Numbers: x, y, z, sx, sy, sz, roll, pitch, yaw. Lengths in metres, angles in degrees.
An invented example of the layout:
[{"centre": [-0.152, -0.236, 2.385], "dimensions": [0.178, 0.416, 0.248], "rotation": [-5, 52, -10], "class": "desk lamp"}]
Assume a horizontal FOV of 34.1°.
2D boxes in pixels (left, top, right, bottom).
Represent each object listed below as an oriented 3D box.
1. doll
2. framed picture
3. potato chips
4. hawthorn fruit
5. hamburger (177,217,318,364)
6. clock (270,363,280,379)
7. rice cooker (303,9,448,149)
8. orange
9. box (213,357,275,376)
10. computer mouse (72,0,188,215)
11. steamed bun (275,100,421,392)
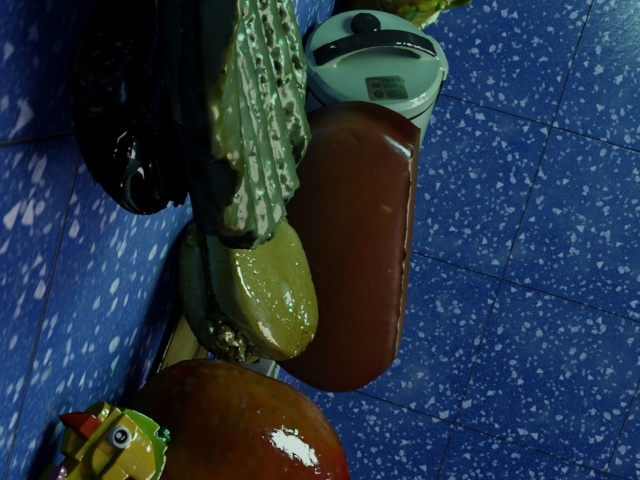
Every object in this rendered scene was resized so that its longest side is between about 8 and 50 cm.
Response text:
[{"centre": [-0.199, 0.240, 0.938], "dimensions": [0.106, 0.134, 0.186], "rotation": [-6, -112, 58], "class": "doll"}, {"centre": [-0.183, 0.165, 1.369], "dimensions": [0.255, 0.014, 0.339], "rotation": [82, 26, -75], "class": "framed picture"}, {"centre": [-0.058, -0.179, 0.760], "dimensions": [0.358, 0.070, 0.429], "rotation": [-84, 169, -55], "class": "potato chips"}, {"centre": [-0.086, 0.288, 1.112], "dimensions": [0.287, 0.330, 0.287], "rotation": [25, 90, -90], "class": "hawthorn fruit"}, {"centre": [-0.095, 0.054, 1.213], "dimensions": [0.215, 0.122, 0.189], "rotation": [-46, 119, -66], "class": "hamburger"}, {"centre": [-0.122, 0.281, 2.025], "dimensions": [0.236, 0.053, 0.236], "rotation": [19, 90, -85], "class": "clock"}, {"centre": [0.073, -0.221, 1.587], "dimensions": [0.244, 0.226, 0.226], "rotation": [102, 8, -51], "class": "rice cooker"}, {"centre": [0.170, -0.435, 1.793], "dimensions": [0.334, 0.262, 0.196], "rotation": [46, 21, -83], "class": "orange"}, {"centre": [-0.117, 0.185, 1.650], "dimensions": [0.167, 0.090, 0.024], "rotation": [-65, 170, -54], "class": "box"}, {"centre": [-0.132, -0.119, 0.765], "dimensions": [0.146, 0.077, 0.242], "rotation": [87, 9, -51], "class": "computer mouse"}, {"centre": [0.000, 0.000, 1.428], "dimensions": [0.235, 0.248, 0.379], "rotation": [-66, 161, -70], "class": "steamed bun"}]
